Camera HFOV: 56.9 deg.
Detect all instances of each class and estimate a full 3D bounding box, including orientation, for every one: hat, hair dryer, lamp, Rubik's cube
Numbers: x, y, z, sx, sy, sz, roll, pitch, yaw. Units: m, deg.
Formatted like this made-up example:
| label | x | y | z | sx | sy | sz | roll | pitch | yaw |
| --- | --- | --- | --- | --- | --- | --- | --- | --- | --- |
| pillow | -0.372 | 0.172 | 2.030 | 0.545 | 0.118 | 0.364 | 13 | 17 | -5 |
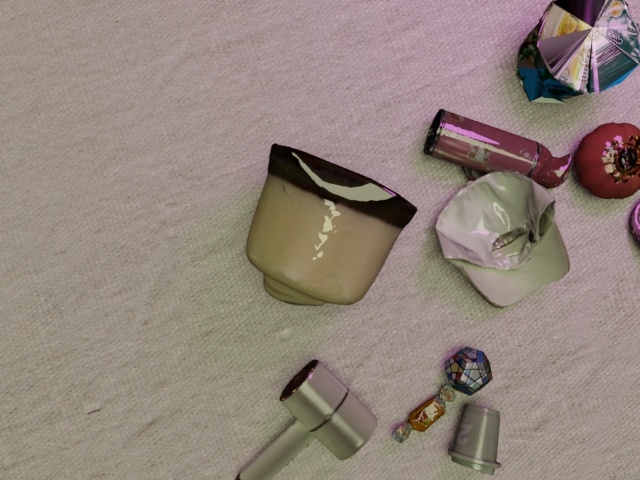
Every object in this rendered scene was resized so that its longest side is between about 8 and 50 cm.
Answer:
| label | x | y | z | sx | sy | sz | roll | pitch | yaw |
| --- | --- | --- | --- | --- | --- | --- | --- | --- | --- |
| hat | 0.431 | 0.001 | 1.358 | 0.258 | 0.168 | 0.301 | -30 | 116 | 19 |
| hair dryer | -0.066 | 0.461 | 1.338 | 0.203 | 0.128 | 0.362 | 45 | 95 | -3 |
| lamp | 0.682 | -0.184 | 1.360 | 0.182 | 0.140 | 0.182 | 0 | 93 | -6 |
| Rubik's cube | 0.343 | 0.301 | 1.362 | 0.111 | 0.093 | 0.111 | 0 | 90 | -5 |

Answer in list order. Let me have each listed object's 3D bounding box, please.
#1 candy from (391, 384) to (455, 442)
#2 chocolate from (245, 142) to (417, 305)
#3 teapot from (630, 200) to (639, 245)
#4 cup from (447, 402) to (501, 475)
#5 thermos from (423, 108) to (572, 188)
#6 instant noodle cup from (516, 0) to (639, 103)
| label | x | y | z | sx | sy | sz | roll | pitch | yaw |
| --- | --- | --- | --- | --- | --- | --- | --- | --- | --- |
| candy | 0.243 | 0.408 | 1.381 | 0.182 | 0.046 | 0.053 | -37 | 88 | -7 |
| chocolate | 0.000 | 0.000 | 1.231 | 0.314 | 0.326 | 0.297 | 22 | 85 | -1 |
| teapot | 0.810 | -0.032 | 1.380 | 0.146 | 0.116 | 0.148 | -42 | 96 | 8 |
| cup | 0.364 | 0.452 | 1.355 | 0.120 | 0.120 | 0.141 | 18 | 79 | -3 |
| thermos | 0.408 | -0.186 | 1.360 | 0.330 | 0.109 | 0.136 | 18 | 88 | -3 |
| instant noodle cup | 0.565 | -0.427 | 1.335 | 0.240 | 0.178 | 0.240 | 0 | 90 | -3 |
